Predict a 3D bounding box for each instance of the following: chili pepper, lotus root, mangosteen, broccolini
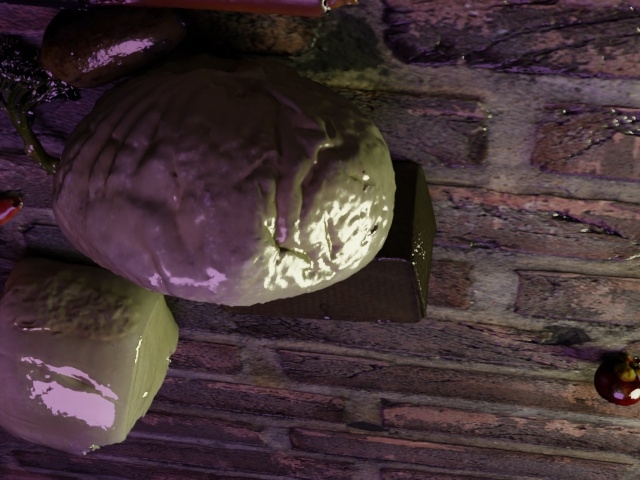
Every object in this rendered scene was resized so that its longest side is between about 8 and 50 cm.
[{"bbox_3d":[-0.521,-0.013,1.757,0.272,0.071,0.063,-25,99,41],"label":"chili pepper"},{"bbox_3d":[-0.217,-0.210,1.244,0.179,0.089,0.080,-14,162,25],"label":"lotus root"},{"bbox_3d":[0.467,0.217,1.892,0.081,0.081,0.081,7,153,4],"label":"mangosteen"},{"bbox_3d":[-0.311,-0.140,1.440,0.123,0.062,0.271,15,151,23],"label":"broccolini"}]

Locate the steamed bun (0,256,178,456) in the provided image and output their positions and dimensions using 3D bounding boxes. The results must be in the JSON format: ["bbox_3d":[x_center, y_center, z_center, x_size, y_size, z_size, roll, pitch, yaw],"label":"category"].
[{"bbox_3d":[-0.380,0.187,1.884,0.290,0.272,0.273,4,153,2],"label":"steamed bun"}]

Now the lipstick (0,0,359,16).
[{"bbox_3d":[-0.170,-0.254,1.157,0.418,0.077,0.077,4,153,7],"label":"lipstick"}]

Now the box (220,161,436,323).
[{"bbox_3d":[0.000,0.002,1.536,0.273,0.143,0.184,2,152,12],"label":"box"}]

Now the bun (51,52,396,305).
[{"bbox_3d":[-0.097,-0.078,1.280,0.352,0.227,0.349,5,-163,6],"label":"bun"}]
